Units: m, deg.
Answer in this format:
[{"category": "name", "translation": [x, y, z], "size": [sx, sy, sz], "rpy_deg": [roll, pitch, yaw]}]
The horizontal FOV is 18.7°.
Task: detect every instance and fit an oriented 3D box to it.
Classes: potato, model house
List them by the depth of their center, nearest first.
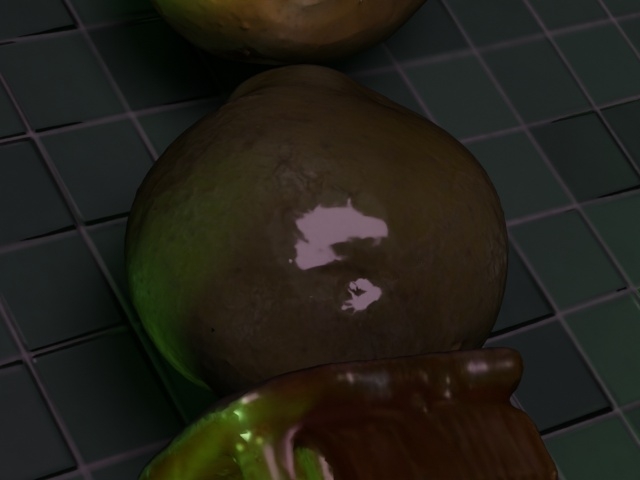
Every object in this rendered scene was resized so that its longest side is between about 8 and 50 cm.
[{"category": "model house", "translation": [0.041, 0.174, 0.806], "size": [0.219, 0.199, 0.229], "rpy_deg": [-8, 60, -36]}, {"category": "potato", "translation": [0.000, 0.000, 0.952], "size": [0.178, 0.160, 0.235], "rpy_deg": [40, 26, -21]}, {"category": "potato", "translation": [-0.014, -0.180, 1.097], "size": [0.234, 0.146, 0.150], "rpy_deg": [-38, 123, -55]}]
